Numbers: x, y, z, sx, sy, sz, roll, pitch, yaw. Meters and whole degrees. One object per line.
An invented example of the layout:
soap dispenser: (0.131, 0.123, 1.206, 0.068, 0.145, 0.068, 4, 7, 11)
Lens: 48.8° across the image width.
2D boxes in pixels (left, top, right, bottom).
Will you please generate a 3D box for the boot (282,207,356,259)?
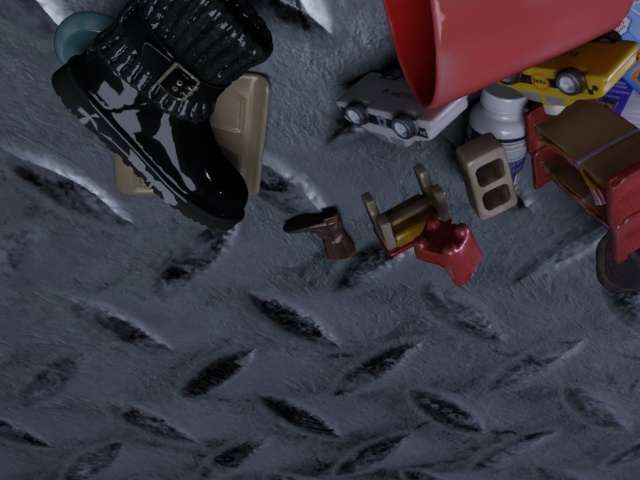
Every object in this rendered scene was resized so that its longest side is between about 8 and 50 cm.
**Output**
boot: (0.000, 0.000, 1.249, 0.106, 0.037, 0.114, -12, 137, 13)

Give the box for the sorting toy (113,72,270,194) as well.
sorting toy: (-0.193, -0.201, 1.049, 0.228, 0.041, 0.307, 1, 128, -12)

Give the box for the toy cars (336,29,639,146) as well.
toy cars: (0.214, -0.193, 0.949, 0.393, 0.177, 0.087, -12, 129, 19)

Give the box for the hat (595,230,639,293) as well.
hat: (0.563, -0.065, 1.133, 0.331, 0.134, 0.331, -15, 141, -12)

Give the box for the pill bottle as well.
pill bottle: (0.267, -0.156, 1.066, 0.094, 0.094, 0.169, -1, 131, -1)

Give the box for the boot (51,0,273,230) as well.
boot: (-0.152, -0.186, 0.956, 0.260, 0.131, 0.348, -35, 126, 16)

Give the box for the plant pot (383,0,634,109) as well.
plant pot: (0.211, -0.314, 0.826, 0.243, 0.275, 0.275, -15, 133, -2)

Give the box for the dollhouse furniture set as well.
dollhouse furniture set: (0.273, -0.041, 0.960, 0.374, 0.201, 0.152, -28, 133, 0)

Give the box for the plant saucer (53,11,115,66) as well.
plant saucer: (-0.319, -0.264, 1.001, 0.119, 0.021, 0.119, 0, 133, 0)

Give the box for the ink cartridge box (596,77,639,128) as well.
ink cartridge box: (0.452, -0.230, 1.034, 0.206, 0.045, 0.208, 7, 130, -9)

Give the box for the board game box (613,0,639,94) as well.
board game box: (0.464, -0.279, 0.942, 0.211, 0.039, 0.160, 31, 121, -25)
